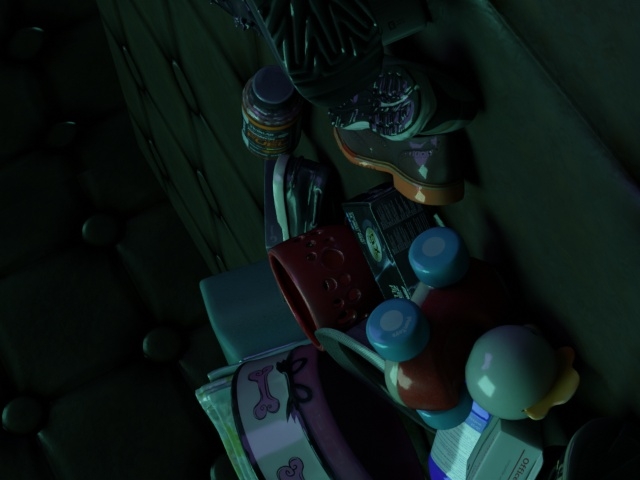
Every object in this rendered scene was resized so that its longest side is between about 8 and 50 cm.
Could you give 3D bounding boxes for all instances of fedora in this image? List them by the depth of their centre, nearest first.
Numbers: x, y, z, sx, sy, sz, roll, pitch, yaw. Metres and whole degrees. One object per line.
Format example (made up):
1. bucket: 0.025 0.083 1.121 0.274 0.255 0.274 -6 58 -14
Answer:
1. fedora: 0.134 0.179 1.879 0.275 0.124 0.244 29 164 46

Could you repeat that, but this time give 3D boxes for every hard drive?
1. hard drive: -0.068 -0.029 2.331 0.255 0.054 0.172 -93 -8 -45

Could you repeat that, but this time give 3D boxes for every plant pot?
1. plant pot: 0.031 0.062 2.024 0.191 0.174 0.191 58 166 24
2. plant pot: -0.083 0.204 2.481 0.252 0.248 0.247 -106 -3 -59

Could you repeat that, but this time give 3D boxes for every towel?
1. towel: -0.014 0.343 2.366 0.090 0.374 0.320 -96 -13 -61

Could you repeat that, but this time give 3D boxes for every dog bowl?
1. dog bowl: 0.029 0.348 2.087 0.408 0.150 0.408 51 -163 -22

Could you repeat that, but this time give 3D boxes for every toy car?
1. toy car: 0.217 0.132 1.505 0.238 0.210 0.219 16 153 35

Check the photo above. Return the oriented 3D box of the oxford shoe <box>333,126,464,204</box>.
1. oxford shoe: 0.101 -0.136 1.572 0.271 0.097 0.098 37 133 53

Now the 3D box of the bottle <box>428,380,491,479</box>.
1. bottle: 0.211 0.311 1.739 0.118 0.092 0.283 39 128 42

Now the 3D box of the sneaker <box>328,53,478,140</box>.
1. sneaker: 0.087 -0.169 1.460 0.271 0.108 0.100 -145 61 -61

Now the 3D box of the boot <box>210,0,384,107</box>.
1. boot: -0.098 -0.384 1.380 0.445 0.146 0.367 -124 16 -55

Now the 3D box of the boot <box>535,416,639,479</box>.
1. boot: 0.287 0.402 1.461 0.284 0.138 0.377 107 171 -79

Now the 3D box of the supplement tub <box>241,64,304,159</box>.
1. supplement tub: -0.081 -0.217 2.072 0.106 0.106 0.198 60 168 16

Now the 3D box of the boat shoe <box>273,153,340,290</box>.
1. boat shoe: 0.001 -0.003 2.179 0.127 0.113 0.340 -67 -27 -53

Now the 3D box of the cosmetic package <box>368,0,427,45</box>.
1. cosmetic package: 0.032 -0.339 1.405 0.231 0.085 0.117 70 167 -18

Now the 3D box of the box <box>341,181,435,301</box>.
1. box: 0.117 0.010 1.790 0.180 0.077 0.147 65 167 -8

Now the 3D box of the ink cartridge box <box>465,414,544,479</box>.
1. ink cartridge box: 0.228 0.276 1.547 0.060 0.104 0.180 26 -169 3
